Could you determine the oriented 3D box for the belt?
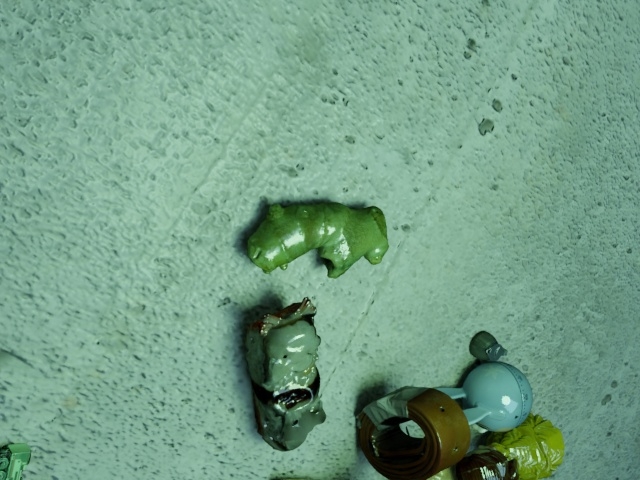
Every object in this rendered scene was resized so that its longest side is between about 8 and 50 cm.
[{"bbox_3d":[0.180,0.389,1.411,0.105,0.261,0.184,-17,84,-34],"label":"belt"}]

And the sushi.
[{"bbox_3d":[-0.062,0.246,1.261,0.124,0.130,0.332,-18,117,-28],"label":"sushi"}]

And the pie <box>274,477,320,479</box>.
[{"bbox_3d":[-0.003,0.557,1.455,0.282,0.068,0.128,26,93,-42],"label":"pie"}]

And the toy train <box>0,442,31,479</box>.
[{"bbox_3d":[-0.481,0.355,1.076,0.053,0.033,0.083,7,103,-39],"label":"toy train"}]

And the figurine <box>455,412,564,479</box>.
[{"bbox_3d":[0.409,0.495,1.588,0.315,0.187,0.168,6,88,-52],"label":"figurine"}]

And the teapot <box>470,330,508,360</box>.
[{"bbox_3d":[0.394,0.250,1.617,0.088,0.057,0.066,11,101,-36],"label":"teapot"}]

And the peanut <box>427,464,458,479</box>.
[{"bbox_3d":[0.209,0.620,1.568,0.140,0.153,0.325,32,81,-33],"label":"peanut"}]

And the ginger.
[{"bbox_3d":[0.005,-0.001,1.245,0.290,0.089,0.137,5,112,-37],"label":"ginger"}]

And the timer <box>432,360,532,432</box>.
[{"bbox_3d":[0.361,0.376,1.582,0.255,0.175,0.175,-26,120,-18],"label":"timer"}]
